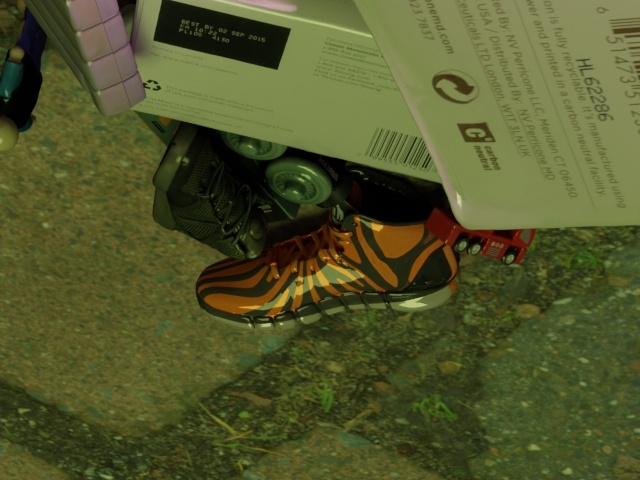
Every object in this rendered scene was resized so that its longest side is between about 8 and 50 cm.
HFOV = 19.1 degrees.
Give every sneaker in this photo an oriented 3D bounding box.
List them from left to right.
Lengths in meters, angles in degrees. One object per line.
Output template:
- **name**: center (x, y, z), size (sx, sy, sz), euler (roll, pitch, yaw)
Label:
- **sneaker**: center (-0.109, -0.053, 2.001), size (0.130, 0.087, 0.227), euler (24, 158, 6)
- **sneaker**: center (0.000, 0.000, 2.249), size (0.321, 0.124, 0.180), euler (-9, 136, 4)

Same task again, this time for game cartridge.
- **game cartridge**: center (-0.272, -0.301, 1.748), size (0.068, 0.355, 0.230), euler (-25, 141, -16)

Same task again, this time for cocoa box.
- **cocoa box**: center (0.005, -0.237, 1.825), size (0.347, 0.228, 0.231), euler (13, 151, -6)

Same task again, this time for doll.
- **doll**: center (-0.318, -0.168, 2.019), size (0.046, 0.189, 0.129), euler (6, 141, 3)

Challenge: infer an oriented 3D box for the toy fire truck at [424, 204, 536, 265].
- **toy fire truck**: center (0.187, -0.051, 2.165), size (0.192, 0.047, 0.135), euler (14, 111, -44)

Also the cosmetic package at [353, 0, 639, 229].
- **cosmetic package**: center (0.254, -0.258, 1.511), size (0.327, 0.393, 0.329), euler (-2, 138, 26)

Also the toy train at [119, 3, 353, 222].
- **toy train**: center (-0.103, -0.142, 2.065), size (0.190, 0.142, 0.334), euler (-9, 139, 35)
